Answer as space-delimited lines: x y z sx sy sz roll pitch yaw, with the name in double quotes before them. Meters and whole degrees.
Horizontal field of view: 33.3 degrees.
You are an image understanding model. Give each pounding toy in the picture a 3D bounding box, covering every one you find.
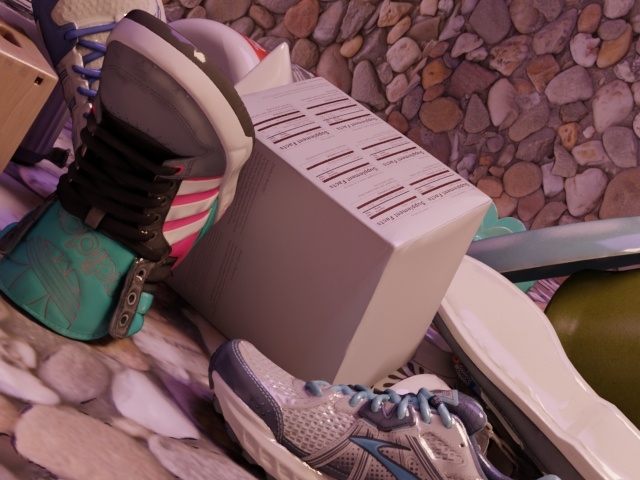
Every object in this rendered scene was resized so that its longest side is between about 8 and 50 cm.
"pounding toy" -0.276 -0.159 0.871 0.094 0.206 0.181 26 13 -38

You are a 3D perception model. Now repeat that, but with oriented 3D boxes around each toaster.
"toaster" -0.306 -0.178 1.029 0.227 0.146 0.129 30 12 -21

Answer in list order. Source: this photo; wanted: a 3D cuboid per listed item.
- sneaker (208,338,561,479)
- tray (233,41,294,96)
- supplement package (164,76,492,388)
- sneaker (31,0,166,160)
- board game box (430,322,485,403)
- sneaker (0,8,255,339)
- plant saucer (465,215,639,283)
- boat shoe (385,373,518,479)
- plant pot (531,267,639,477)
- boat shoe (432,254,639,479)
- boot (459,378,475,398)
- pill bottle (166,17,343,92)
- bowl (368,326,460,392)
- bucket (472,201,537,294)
"sneaker" 0.053 0.142 0.763 0.283 0.122 0.110 35 10 2
"tray" -0.063 -0.072 1.041 0.030 0.145 0.270 40 -13 16
"supplement package" 0.000 0.000 0.930 0.203 0.194 0.149 39 38 23
"sneaker" -0.169 -0.120 0.921 0.131 0.112 0.296 -119 -163 -50
"board game box" 0.189 0.114 1.177 0.201 0.035 0.136 7 35 -54
"sneaker" -0.147 -0.024 0.740 0.124 0.178 0.295 36 -18 7
"plant saucer" 0.260 0.015 1.181 0.318 0.043 0.317 -7 -6 -1
"boat shoe" 0.113 0.173 0.924 0.070 0.078 0.219 46 11 36
"plant pot" 0.409 0.165 1.077 0.353 0.366 0.366 9 -6 36
"boat shoe" 0.184 0.146 0.996 0.116 0.099 0.319 -18 60 -42
"boot" 0.127 0.110 1.252 0.165 0.077 0.213 35 16 5
"pill bottle" -0.071 -0.118 1.294 0.210 0.210 0.363 40 12 27
"bowl" 0.081 0.121 1.056 0.170 0.080 0.170 34 10 -7
"bucket" 0.179 0.018 1.522 0.281 0.183 0.281 33 12 -8
